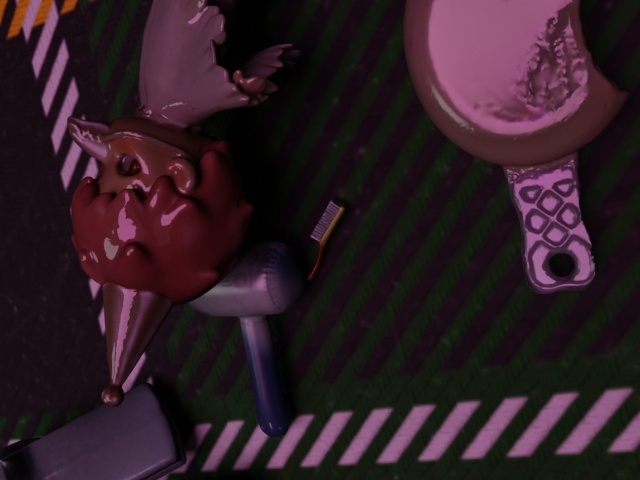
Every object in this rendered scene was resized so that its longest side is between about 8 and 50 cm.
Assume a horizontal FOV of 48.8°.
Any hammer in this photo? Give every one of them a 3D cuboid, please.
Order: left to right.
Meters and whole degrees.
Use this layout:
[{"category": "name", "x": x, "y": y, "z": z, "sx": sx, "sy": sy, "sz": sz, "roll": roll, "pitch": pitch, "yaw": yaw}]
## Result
[{"category": "hammer", "x": -0.061, "y": 0.097, "z": 0.673, "sx": 0.116, "sy": 0.069, "sz": 0.194, "roll": -5, "pitch": 102, "yaw": 27}]

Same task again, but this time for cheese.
[{"category": "cheese", "x": 0.159, "y": -0.100, "z": 0.530, "sx": 0.163, "sy": 0.082, "sz": 0.286, "roll": -14, "pitch": 96, "yaw": 27}]

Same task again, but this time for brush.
[{"category": "brush", "x": 0.000, "y": 0.000, "z": 0.650, "sx": 0.021, "sy": 0.019, "sz": 0.083, "roll": 25, "pitch": 111, "yaw": 2}]

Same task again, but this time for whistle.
[{"category": "whistle", "x": -0.279, "y": 0.276, "z": 0.775, "sx": 0.289, "sy": 0.163, "sz": 0.163, "roll": -27, "pitch": 87, "yaw": -8}]

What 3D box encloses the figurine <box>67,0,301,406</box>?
[{"category": "figurine", "x": -0.132, "y": -0.062, "z": 0.589, "sx": 0.207, "sy": 0.166, "sz": 0.387, "roll": 11, "pitch": 82, "yaw": 58}]
